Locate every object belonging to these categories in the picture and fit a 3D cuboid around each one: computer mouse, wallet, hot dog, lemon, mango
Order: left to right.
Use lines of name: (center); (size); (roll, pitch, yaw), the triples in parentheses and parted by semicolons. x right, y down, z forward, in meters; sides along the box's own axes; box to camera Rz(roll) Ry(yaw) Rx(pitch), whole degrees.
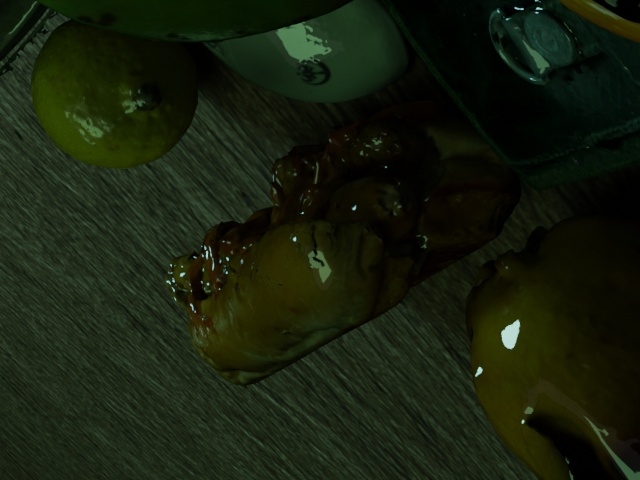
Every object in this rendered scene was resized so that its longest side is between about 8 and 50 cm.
lemon: (-0.136, -0.101, 1.204); (0.109, 0.109, 0.133); (48, 166, -20)
computer mouse: (-0.032, -0.126, 1.079); (0.181, 0.056, 0.089); (20, 146, 37)
hot dog: (0.000, 0.000, 1.147); (0.117, 0.158, 0.349); (58, 159, 2)
wallet: (0.121, -0.104, 0.905); (0.160, 0.055, 0.236); (50, 155, -9)
mango: (0.204, 0.104, 0.997); (0.287, 0.152, 0.201); (44, -171, -1)

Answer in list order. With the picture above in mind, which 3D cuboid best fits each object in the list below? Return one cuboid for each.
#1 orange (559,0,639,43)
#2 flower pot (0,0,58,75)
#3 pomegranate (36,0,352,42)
orange: (0.132, -0.172, 0.552); (0.182, 0.234, 0.234); (40, 166, 52)
flower pot: (-0.319, -0.204, 1.134); (0.259, 0.290, 0.290); (50, 158, 8)
pomegranate: (-0.060, -0.214, 0.803); (0.236, 0.236, 0.302); (52, -176, -28)
